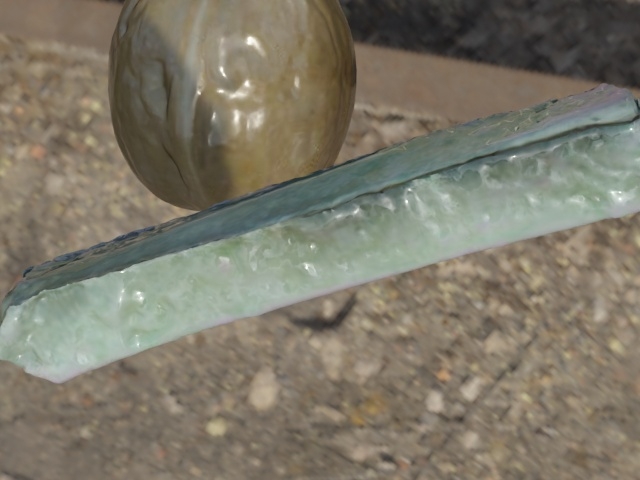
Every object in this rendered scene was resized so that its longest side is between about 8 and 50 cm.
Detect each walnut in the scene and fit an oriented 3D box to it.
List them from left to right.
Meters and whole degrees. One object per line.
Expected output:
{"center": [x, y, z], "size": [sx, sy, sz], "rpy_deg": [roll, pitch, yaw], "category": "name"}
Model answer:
{"center": [-0.049, -0.091, 0.929], "size": [0.140, 0.140, 0.162], "rpy_deg": [12, 98, 34], "category": "walnut"}

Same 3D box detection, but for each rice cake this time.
{"center": [0.000, 0.000, 0.492], "size": [0.211, 0.034, 0.043], "rpy_deg": [-16, 18, 16], "category": "rice cake"}
